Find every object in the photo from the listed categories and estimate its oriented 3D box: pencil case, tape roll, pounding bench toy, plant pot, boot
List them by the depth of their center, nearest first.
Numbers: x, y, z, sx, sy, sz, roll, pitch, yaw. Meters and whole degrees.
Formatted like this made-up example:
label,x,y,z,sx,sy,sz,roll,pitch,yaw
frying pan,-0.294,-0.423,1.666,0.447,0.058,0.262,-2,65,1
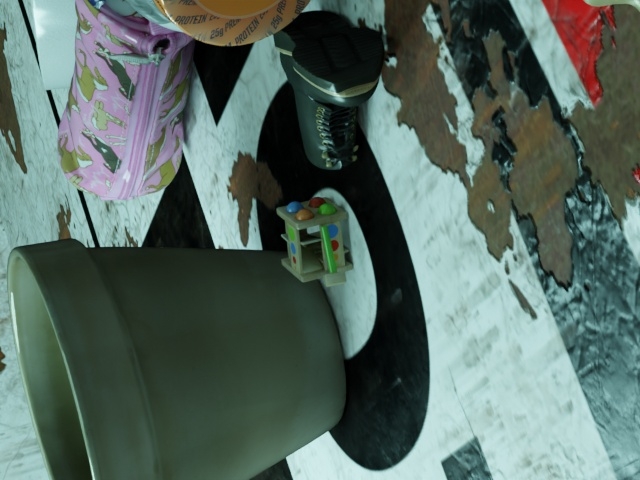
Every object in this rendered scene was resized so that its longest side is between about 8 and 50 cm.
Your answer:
label,x,y,z,sx,sy,sz,roll,pitch,yaw
boot,0.018,-0.108,1.328,0.198,0.077,0.137,-117,15,-67
pounding bench toy,0.000,0.000,1.459,0.083,0.052,0.065,-142,42,-60
plant pot,-0.139,0.132,1.587,0.323,0.280,0.323,166,90,-70
pencil case,-0.205,-0.192,1.743,0.160,0.167,0.386,35,151,6
tape roll,-0.327,-0.379,1.942,0.392,0.072,0.392,174,90,-82

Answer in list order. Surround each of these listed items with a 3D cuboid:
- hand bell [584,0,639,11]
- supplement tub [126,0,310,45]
label,x,y,z,sx,sy,sz,roll,pitch,yaw
hand bell,0.191,-0.110,0.832,0.242,0.126,0.126,59,157,12
supplement tub,-0.124,-0.306,1.382,0.316,0.194,0.193,-126,29,-48
